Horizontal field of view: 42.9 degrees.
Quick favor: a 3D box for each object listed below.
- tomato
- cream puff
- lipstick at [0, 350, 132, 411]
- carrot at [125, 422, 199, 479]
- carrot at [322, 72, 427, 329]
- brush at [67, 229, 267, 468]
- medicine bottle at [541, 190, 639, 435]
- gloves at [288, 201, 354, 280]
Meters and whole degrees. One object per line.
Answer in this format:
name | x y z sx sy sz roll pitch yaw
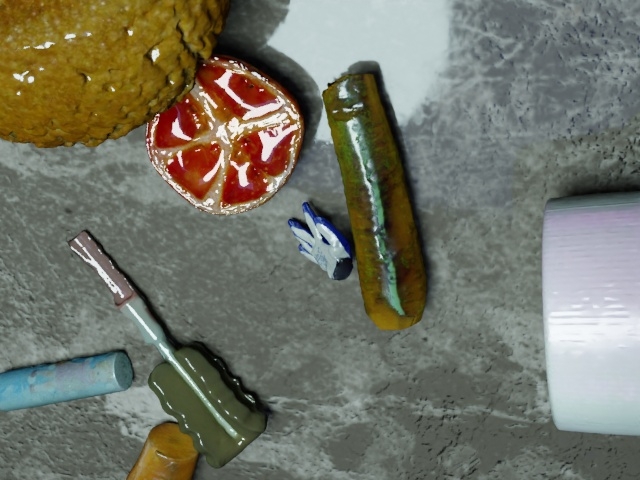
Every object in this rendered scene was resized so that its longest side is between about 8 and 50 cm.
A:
tomato | -0.090 -0.105 0.795 0.155 0.069 0.155 2 107 6
cream puff | -0.212 -0.219 0.684 0.303 0.212 0.303 0 74 0
lipstick | -0.297 0.162 0.939 0.158 0.048 0.048 -12 107 13
carrot | -0.200 0.309 0.960 0.087 0.087 0.193 31 108 -3
carrot | 0.053 -0.036 0.800 0.070 0.070 0.260 -11 107 13
brush | -0.176 0.113 0.901 0.084 0.071 0.301 -39 91 3
medicine bottle | 0.359 0.057 0.681 0.325 0.256 0.256 -2 110 19
gloves | 0.000 0.000 0.825 0.086 0.026 0.064 38 140 35
